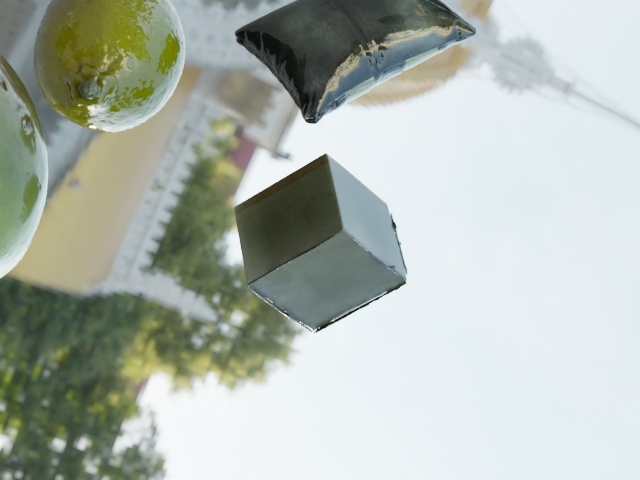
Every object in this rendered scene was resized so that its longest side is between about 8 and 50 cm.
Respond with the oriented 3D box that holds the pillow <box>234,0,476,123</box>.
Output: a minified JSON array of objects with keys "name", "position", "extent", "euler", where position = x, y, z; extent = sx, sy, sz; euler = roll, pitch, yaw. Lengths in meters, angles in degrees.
[{"name":"pillow","position":[0.043,-0.255,1.897],"extent":[0.186,0.249,0.106],"euler":[50,-17,35]}]

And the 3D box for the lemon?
[{"name":"lemon","position":[-0.248,-0.218,1.826],"extent":[0.184,0.184,0.248],"euler":[-54,-160,29]}]

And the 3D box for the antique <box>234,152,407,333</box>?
[{"name":"antique","position":[0.000,0.000,1.841],"extent":[0.146,0.152,0.148],"euler":[-30,-130,20]}]

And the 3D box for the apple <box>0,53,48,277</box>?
[{"name":"apple","position":[-0.435,-0.060,1.549],"extent":[0.338,0.305,0.338],"euler":[-37,169,-8]}]
